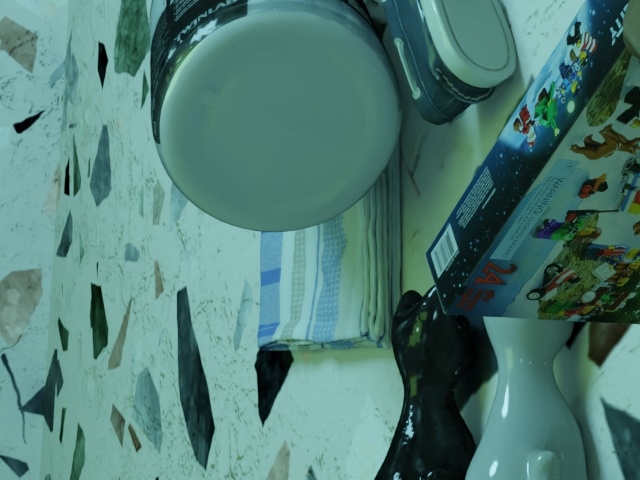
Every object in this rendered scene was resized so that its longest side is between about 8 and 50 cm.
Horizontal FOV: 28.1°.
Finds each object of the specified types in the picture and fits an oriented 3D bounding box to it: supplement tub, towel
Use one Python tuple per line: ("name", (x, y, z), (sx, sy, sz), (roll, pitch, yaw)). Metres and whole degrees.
("supplement tub", (-0.048, -0.158, 1.081), (0.316, 0.193, 0.193), (-102, 25, -60))
("towel", (0.000, 0.000, 1.190), (0.285, 0.034, 0.209), (166, 107, -66))

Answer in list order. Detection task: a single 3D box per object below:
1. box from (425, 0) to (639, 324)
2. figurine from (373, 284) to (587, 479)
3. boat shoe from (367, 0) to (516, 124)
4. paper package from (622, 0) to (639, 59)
("box", (0.172, -0.044, 0.637), (0.233, 0.159, 0.044), (118, 148, -44))
("figurine", (0.106, 0.116, 0.873), (0.215, 0.092, 0.209), (150, 124, -62))
("boat shoe", (0.076, -0.207, 0.971), (0.079, 0.095, 0.254), (-41, 58, 44))
("paper package", (0.225, -0.140, 0.298), (0.325, 0.168, 0.309), (-64, -1, 17))
